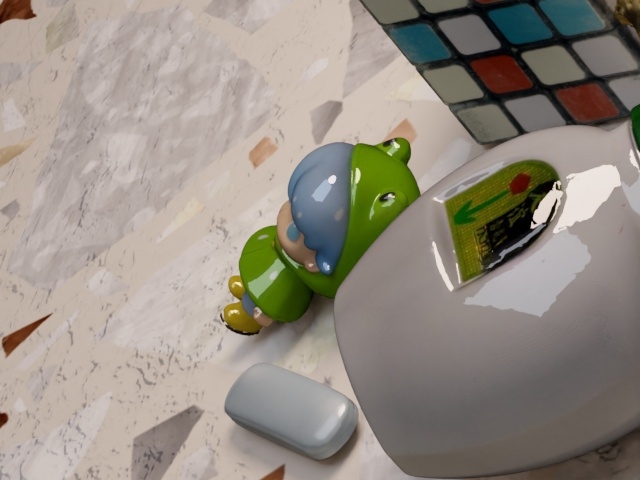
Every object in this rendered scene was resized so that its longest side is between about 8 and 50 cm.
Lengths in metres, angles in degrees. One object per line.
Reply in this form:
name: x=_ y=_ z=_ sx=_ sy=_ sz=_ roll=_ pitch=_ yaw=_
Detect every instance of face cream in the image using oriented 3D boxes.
face cream: x=0.201 y=0.040 z=1.643 sx=0.357 sy=0.219 sz=0.312 roll=-29 pitch=37 yaw=16

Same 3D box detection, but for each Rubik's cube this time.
Rubik's cube: x=0.225 y=-0.281 z=1.929 sx=0.256 sy=0.253 sz=0.259 roll=-7 pitch=47 yaw=41

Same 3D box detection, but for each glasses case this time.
glasses case: x=-0.030 y=0.165 z=1.901 sx=0.178 sy=0.045 sz=0.067 roll=16 pitch=66 yaw=53

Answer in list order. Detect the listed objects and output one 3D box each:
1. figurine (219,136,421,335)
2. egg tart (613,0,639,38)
figurine: x=0.000 y=0.000 z=1.978 sx=0.263 sy=0.143 sz=0.162 roll=-42 pitch=23 yaw=34
egg tart: x=0.390 y=-0.175 z=1.695 sx=0.290 sy=0.290 sz=0.115 roll=6 pitch=93 yaw=49
